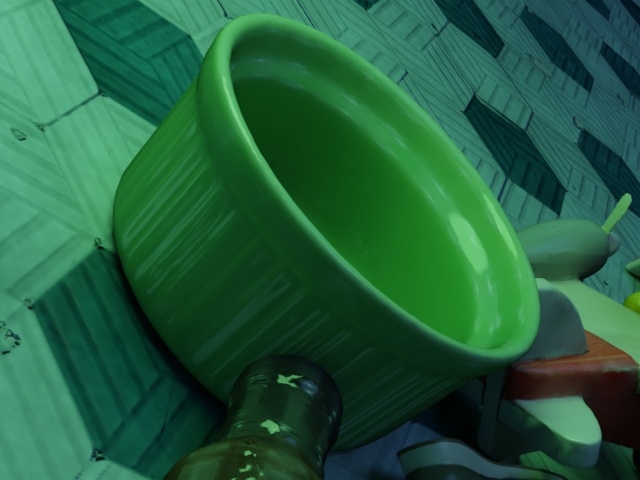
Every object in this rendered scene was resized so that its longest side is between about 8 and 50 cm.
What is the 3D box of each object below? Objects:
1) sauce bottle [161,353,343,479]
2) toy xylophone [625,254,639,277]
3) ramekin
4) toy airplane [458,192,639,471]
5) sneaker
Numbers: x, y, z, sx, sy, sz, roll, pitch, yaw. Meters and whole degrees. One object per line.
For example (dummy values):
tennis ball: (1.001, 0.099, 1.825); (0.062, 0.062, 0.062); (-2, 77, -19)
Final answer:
sauce bottle: (-0.047, 0.176, 0.605); (0.111, 0.111, 0.344); (43, 27, -10)
toy xylophone: (0.513, 0.147, 1.511); (0.236, 0.081, 0.323); (29, 32, -33)
ramekin: (0.000, 0.000, 0.872); (0.303, 0.148, 0.303); (36, 29, -23)
toy airplane: (0.289, 0.086, 1.036); (0.386, 0.272, 0.384); (27, 8, 9)
sneaker: (0.125, 0.206, 0.886); (0.192, 0.064, 0.086); (27, 47, -43)
